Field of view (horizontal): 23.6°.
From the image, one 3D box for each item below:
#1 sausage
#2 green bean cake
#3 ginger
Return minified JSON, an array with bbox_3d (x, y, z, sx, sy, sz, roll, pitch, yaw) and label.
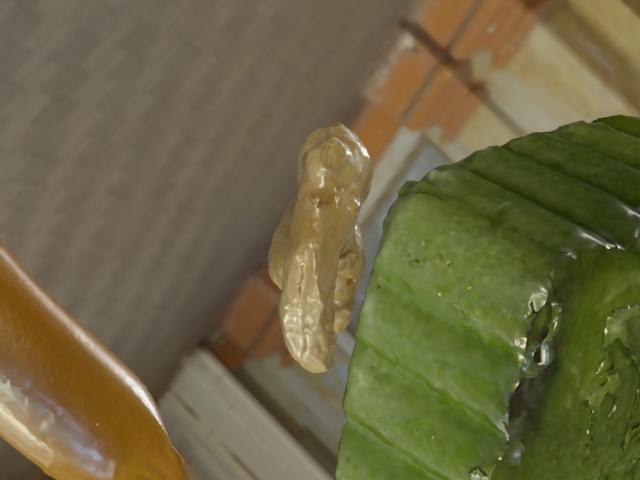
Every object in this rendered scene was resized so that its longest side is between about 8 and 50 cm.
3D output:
[{"bbox_3d":[-0.215,0.112,1.209,0.112,0.328,0.112,-43,-168,11],"label":"sausage"},{"bbox_3d":[0.109,0.056,0.684,0.214,0.113,0.200,-14,119,-44],"label":"green bean cake"},{"bbox_3d":[0.003,-0.014,1.044,0.258,0.065,0.149,-90,-169,-77],"label":"ginger"}]
